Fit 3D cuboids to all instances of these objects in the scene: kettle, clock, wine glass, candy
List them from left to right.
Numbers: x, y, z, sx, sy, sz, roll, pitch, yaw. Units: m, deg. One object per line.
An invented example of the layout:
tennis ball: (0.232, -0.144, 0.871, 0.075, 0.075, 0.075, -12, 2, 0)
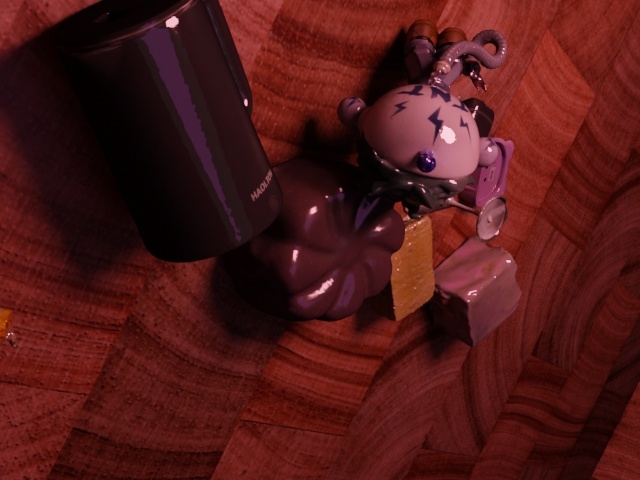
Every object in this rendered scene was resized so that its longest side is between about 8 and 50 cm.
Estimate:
kettle: (-0.165, -0.167, 0.929, 0.262, 0.203, 0.308, -36, 128, -24)
wine glass: (0.265, -0.072, 1.406, 0.122, 0.183, 0.122, -20, 122, -35)
candy: (0.339, 0.114, 1.606, 0.195, 0.137, 0.184, -37, 132, -23)
clock: (0.356, -0.154, 1.552, 0.110, 0.050, 0.152, -12, 118, -40)

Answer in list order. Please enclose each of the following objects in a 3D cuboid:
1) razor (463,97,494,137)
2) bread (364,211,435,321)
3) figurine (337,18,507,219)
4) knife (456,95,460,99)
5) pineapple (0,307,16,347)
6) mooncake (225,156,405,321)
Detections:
razor: (0.298, -0.211, 1.464, 0.090, 0.054, 0.148, 25, 91, -44)
bread: (0.152, 0.045, 1.413, 0.138, 0.102, 0.196, -30, 125, -35)
figurine: (0.160, -0.200, 1.162, 0.186, 0.261, 0.381, 87, 12, -47)
knife: (0.169, -0.188, 1.373, 0.297, 0.026, 0.044, -37, 129, -23)
pineapple: (-0.470, 0.163, 0.824, 0.250, 0.164, 0.139, 2, 116, -48)
mooncake: (0.000, 0.000, 1.208, 0.306, 0.154, 0.306, -21, 121, -39)
